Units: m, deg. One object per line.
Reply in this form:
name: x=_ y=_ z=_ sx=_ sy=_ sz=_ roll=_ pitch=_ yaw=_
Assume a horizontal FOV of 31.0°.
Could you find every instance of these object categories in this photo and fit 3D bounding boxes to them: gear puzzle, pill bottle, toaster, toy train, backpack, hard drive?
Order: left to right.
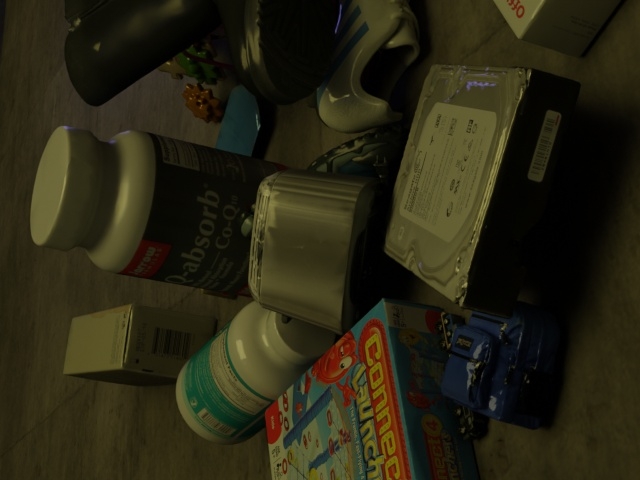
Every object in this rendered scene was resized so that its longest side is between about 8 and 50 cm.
pill bottle: x=-0.221 y=-0.043 z=1.680 sx=0.210 sy=0.363 sz=0.210 roll=-31 pitch=53 yaw=54
gear puzzle: x=-0.255 y=-0.328 z=1.959 sx=0.175 sy=0.339 sz=0.044 roll=14 pitch=51 yaw=33
pill bottle: x=-0.084 y=0.171 z=1.577 sx=0.264 sy=0.146 sz=0.146 roll=-43 pitch=44 yaw=47
toaster: x=0.000 y=0.000 z=1.415 sx=0.129 sy=0.146 sz=0.227 roll=-33 pitch=-48 yaw=-67
toy train: x=0.155 y=0.144 z=1.272 sx=0.036 sy=0.027 sz=0.158 roll=-45 pitch=43 yaw=41
hard drive: x=0.154 y=-0.068 z=1.227 sx=0.339 sy=0.064 sz=0.237 roll=-134 pitch=59 yaw=-76
backpack: x=0.183 y=0.117 z=1.157 sx=0.098 sy=0.101 sz=0.120 roll=15 pitch=87 yaw=56

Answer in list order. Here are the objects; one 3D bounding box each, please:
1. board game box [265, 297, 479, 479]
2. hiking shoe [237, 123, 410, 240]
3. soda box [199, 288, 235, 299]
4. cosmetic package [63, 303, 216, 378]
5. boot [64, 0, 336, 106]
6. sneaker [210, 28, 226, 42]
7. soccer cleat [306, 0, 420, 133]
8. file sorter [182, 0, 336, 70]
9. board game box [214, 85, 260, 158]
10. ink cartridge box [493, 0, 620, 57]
board game box: x=0.053 y=0.275 z=1.347 sx=0.302 sy=0.086 sz=0.308 roll=-49 pitch=40 yaw=44
hiking shoe: x=0.028 y=-0.046 z=1.530 sx=0.304 sy=0.113 sz=0.132 roll=-34 pitch=87 yaw=40
soda box: x=-0.185 y=0.027 z=1.907 sx=0.058 sy=0.061 sz=0.181 roll=-67 pitch=30 yaw=18
cosmetic package: x=-0.317 y=0.186 z=1.990 sx=0.309 sy=0.160 sz=0.113 roll=-13 pitch=68 yaw=59
boot: x=-0.193 y=-0.285 z=1.579 sx=0.445 sy=0.146 sz=0.367 roll=-16 pitch=56 yaw=35
sneaker: x=-0.231 y=-0.401 z=2.081 sx=0.366 sy=0.210 sz=0.137 roll=13 pitch=80 yaw=26
soccer cleat: x=0.082 y=-0.299 z=1.517 sx=0.143 sy=0.116 sz=0.331 roll=3 pitch=79 yaw=40
file sorter: x=-0.100 y=-0.427 z=1.797 sx=0.202 sy=0.182 sz=0.291 roll=-26 pitch=57 yaw=56
board game box: x=-0.125 y=-0.170 z=1.907 sx=0.133 sy=0.033 sz=0.169 roll=49 pitch=127 yaw=50
ink cartridge box: x=0.264 y=-0.320 z=1.182 sx=0.212 sy=0.093 sz=0.154 roll=-59 pitch=34 yaw=35
